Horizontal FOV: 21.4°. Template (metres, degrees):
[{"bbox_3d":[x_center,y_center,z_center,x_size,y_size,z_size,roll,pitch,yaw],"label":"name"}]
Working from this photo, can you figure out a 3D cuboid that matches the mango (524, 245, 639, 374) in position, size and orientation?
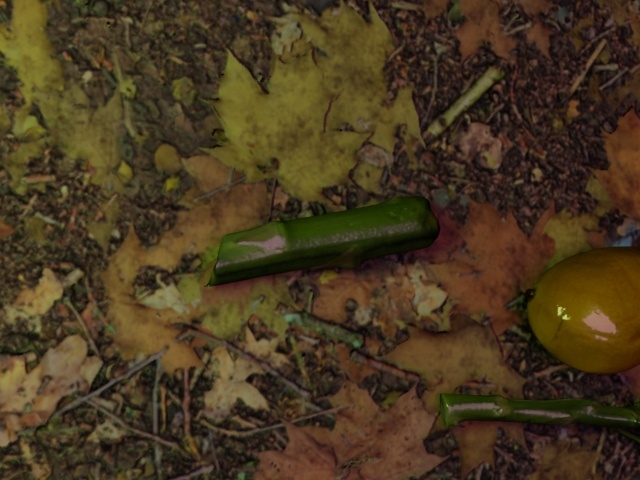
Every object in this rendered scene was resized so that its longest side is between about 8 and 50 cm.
[{"bbox_3d":[0.348,0.080,1.975,0.227,0.109,0.147,-9,66,-24],"label":"mango"}]

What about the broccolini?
[{"bbox_3d":[0.317,0.219,1.988,0.392,0.079,0.074,5,95,-16],"label":"broccolini"}]

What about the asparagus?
[{"bbox_3d":[-0.001,0.000,1.854,0.277,0.060,0.067,-8,109,-24],"label":"asparagus"}]
